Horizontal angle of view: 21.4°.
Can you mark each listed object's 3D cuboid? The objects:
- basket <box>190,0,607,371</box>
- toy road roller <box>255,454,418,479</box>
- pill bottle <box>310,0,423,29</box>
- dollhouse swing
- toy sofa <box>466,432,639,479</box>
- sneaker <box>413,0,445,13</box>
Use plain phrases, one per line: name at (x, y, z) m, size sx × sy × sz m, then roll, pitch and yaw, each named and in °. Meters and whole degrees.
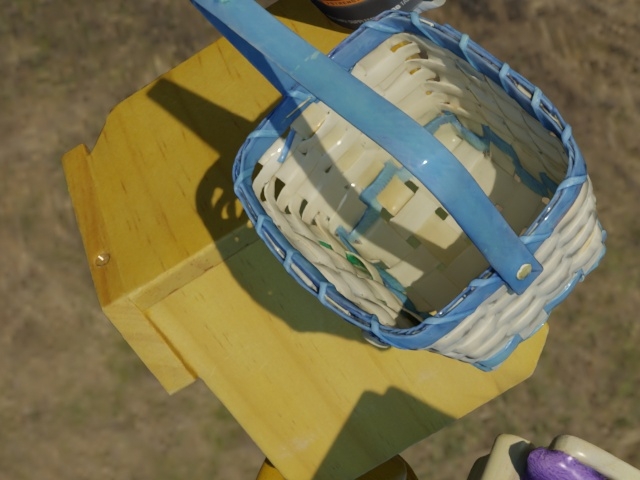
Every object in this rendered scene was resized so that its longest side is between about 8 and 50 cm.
basket at (0.053, -0.046, 1.116) m, size 0.201 × 0.255 × 0.289 m, roll -44°, pitch 140°, yaw -3°
toy road roller at (-0.022, 0.334, 1.794) m, size 0.329 × 0.202 × 0.240 m, roll -49°, pitch 155°, yaw -37°
pill bottle at (0.000, -0.281, 1.420) m, size 0.130 × 0.130 × 0.246 m, roll -22°, pitch 154°, yaw 19°
dollhouse swing at (0.000, 0.000, 1.617) m, size 0.347 × 0.315 × 0.305 m, roll -32°, pitch 135°, yaw 9°
toy sofa at (0.248, 0.267, 1.092) m, size 0.363 × 0.150 × 0.177 m, roll 25°, pitch 164°, yaw -3°
sneaker at (0.021, -0.397, 2.122) m, size 0.169 × 0.292 × 0.108 m, roll -20°, pitch -169°, yaw 33°
